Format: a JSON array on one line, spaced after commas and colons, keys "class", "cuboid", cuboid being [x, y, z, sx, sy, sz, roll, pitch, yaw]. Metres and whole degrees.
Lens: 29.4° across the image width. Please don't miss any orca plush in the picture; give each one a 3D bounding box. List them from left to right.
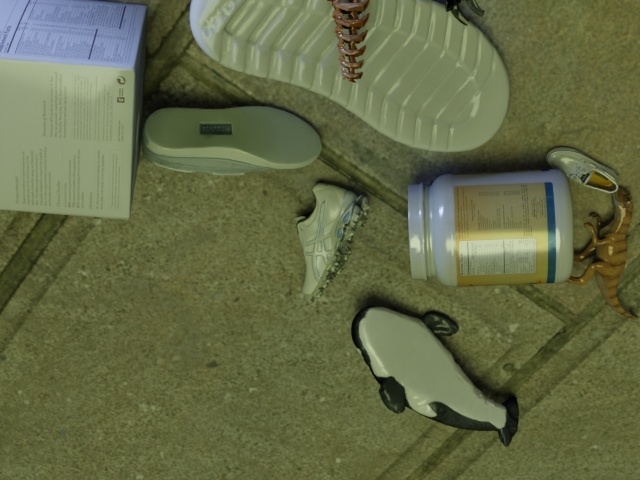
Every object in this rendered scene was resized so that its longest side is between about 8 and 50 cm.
[{"class": "orca plush", "cuboid": [0.150, 0.185, 1.719, 0.287, 0.102, 0.151, 22, 76, -20]}]

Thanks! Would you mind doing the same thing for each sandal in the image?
[{"class": "sandal", "cuboid": [0.044, -0.235, 1.446, 0.416, 0.102, 0.169, 20, 107, -23]}]

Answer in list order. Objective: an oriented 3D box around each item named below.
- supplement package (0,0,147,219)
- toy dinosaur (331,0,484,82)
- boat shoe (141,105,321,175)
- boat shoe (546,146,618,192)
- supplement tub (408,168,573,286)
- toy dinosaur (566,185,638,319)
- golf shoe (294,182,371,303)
[{"class": "supplement package", "cuboid": [-0.346, -0.166, 1.446, 0.262, 0.198, 0.199, 4, 122, -6]}, {"class": "toy dinosaur", "cuboid": [0.091, -0.338, 1.337, 0.218, 0.164, 0.322, 19, 114, -7]}, {"class": "boat shoe", "cuboid": [-0.115, -0.121, 1.542, 0.227, 0.079, 0.081, 3, 159, -15]}, {"class": "boat shoe", "cuboid": [0.333, -0.086, 1.545, 0.100, 0.035, 0.035, 24, 120, -10]}, {"class": "supplement tub", "cuboid": [0.213, -0.015, 1.536, 0.199, 0.144, 0.144, -2, 121, 7]}, {"class": "toy dinosaur", "cuboid": [0.373, 0.035, 1.600, 0.112, 0.064, 0.212, -1, 121, 4]}, {"class": "golf shoe", "cuboid": [0.000, 0.000, 1.623, 0.086, 0.069, 0.176, 29, 118, 11]}]
